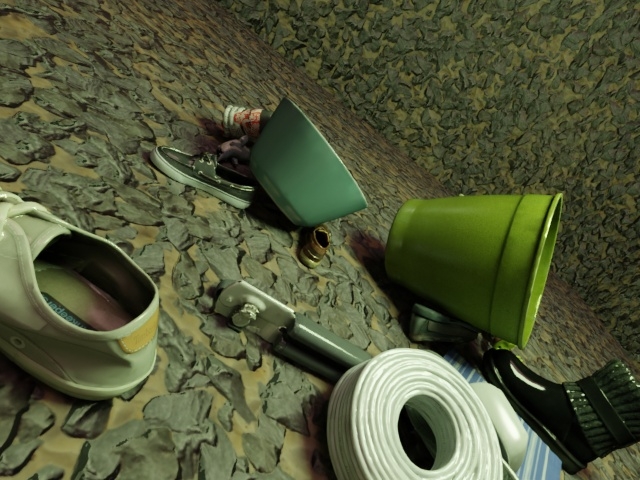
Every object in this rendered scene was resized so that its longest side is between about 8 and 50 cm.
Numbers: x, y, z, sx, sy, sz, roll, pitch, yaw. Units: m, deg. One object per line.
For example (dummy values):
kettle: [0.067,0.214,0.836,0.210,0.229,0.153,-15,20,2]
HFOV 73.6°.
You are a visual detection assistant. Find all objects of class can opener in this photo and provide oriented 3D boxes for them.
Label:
can opener: [-0.040,0.141,0.689,0.280,0.074,0.093,35,25,-14]

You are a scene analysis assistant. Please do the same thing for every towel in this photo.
towel: [0.357,0.398,0.894,0.336,0.040,0.243,47,28,17]

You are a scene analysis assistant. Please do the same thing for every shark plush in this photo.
shark plush: [-0.213,-0.213,1.055,0.161,0.073,0.067,-60,131,-70]

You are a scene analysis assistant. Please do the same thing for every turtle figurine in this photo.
turtle figurine: [0.534,0.252,1.274,0.217,0.087,0.270,-66,144,-56]

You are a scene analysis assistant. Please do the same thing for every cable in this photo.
cable: [0.134,0.282,0.609,0.257,0.089,0.257,23,48,-13]

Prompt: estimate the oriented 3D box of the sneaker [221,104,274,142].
sneaker: [-0.190,-0.312,1.195,0.144,0.090,0.270,7,3,0]

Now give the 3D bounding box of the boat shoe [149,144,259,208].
boat shoe: [-0.229,-0.144,0.885,0.228,0.076,0.080,29,27,-25]

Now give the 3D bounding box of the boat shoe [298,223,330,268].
boat shoe: [0.000,0.000,0.994,0.064,0.060,0.178,37,25,-8]

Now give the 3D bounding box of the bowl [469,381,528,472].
bowl: [0.316,0.330,0.759,0.142,0.053,0.142,-109,-179,-47]

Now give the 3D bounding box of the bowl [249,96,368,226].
bowl: [-0.048,-0.153,0.991,0.312,0.163,0.311,53,3,-4]

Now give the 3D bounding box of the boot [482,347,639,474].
boot: [0.602,0.352,1.036,0.348,0.260,0.131,50,26,19]

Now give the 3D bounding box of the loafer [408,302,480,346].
loafer: [0.302,0.223,1.066,0.267,0.084,0.096,24,-2,-40]

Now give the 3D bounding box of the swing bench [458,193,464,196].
swing bench: [0.435,0.040,1.323,0.165,0.253,0.255,31,26,-20]

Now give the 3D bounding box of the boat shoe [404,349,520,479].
boat shoe: [0.234,0.340,0.733,0.320,0.118,0.103,59,-9,39]

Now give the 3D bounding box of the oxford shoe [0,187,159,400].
oxford shoe: [-0.350,-0.006,0.428,0.449,0.130,0.169,35,27,-10]

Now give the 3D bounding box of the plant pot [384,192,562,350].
plant pot: [0.366,0.037,1.072,0.352,0.367,0.366,14,10,32]
